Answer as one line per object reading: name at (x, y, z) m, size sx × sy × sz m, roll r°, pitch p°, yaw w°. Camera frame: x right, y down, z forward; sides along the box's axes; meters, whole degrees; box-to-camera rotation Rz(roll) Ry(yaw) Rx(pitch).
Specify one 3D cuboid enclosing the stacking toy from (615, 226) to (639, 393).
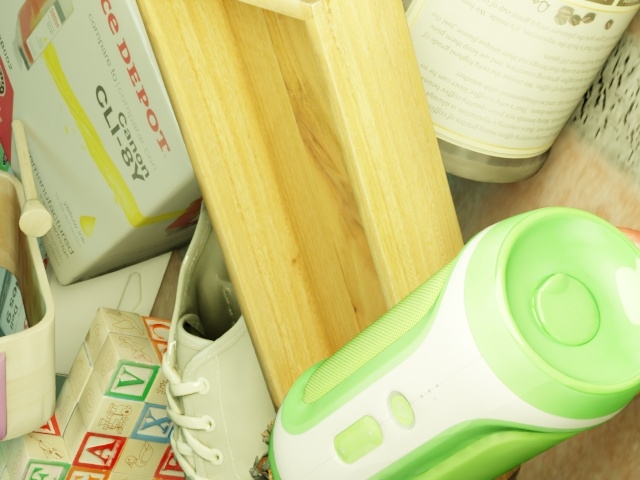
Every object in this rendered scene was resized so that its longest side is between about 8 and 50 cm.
stacking toy at (0.251, 0.068, 0.998) m, size 0.309 × 0.130 × 0.279 m, roll -41°, pitch 45°, yaw 49°

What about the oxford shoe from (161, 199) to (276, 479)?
oxford shoe at (-0.076, 0.144, 1.536) m, size 0.169 × 0.130 × 0.449 m, roll 35°, pitch 119°, yaw 52°

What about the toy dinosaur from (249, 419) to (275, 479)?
toy dinosaur at (0.022, 0.251, 1.336) m, size 0.218 × 0.164 × 0.322 m, roll -57°, pitch 19°, yaw 6°

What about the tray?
tray at (0.007, -0.016, 1.241) m, size 0.203 × 0.076 × 0.410 m, roll 24°, pitch 139°, yaw 46°

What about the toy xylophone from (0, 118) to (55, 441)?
toy xylophone at (-0.303, 0.026, 1.690) m, size 0.322 × 0.081 × 0.236 m, roll -123°, pitch 32°, yaw -58°

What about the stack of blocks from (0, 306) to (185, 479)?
stack of blocks at (-0.218, 0.212, 1.745) m, size 0.297 × 0.171 × 0.087 m, roll -63°, pitch 32°, yaw 25°

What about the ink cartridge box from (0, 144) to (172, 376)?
ink cartridge box at (-0.279, -0.002, 1.984) m, size 0.289 × 0.122 × 0.211 m, roll 44°, pitch 118°, yaw 57°

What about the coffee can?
coffee can at (0.133, -0.206, 1.240) m, size 0.275 × 0.202 × 0.201 m, roll -60°, pitch 34°, yaw 30°

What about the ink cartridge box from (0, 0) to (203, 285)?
ink cartridge box at (-0.167, -0.151, 1.662) m, size 0.385 × 0.160 × 0.279 m, roll -33°, pitch 78°, yaw 59°

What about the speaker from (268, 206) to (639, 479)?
speaker at (0.077, 0.087, 1.067) m, size 0.296 × 0.131 × 0.131 m, roll 137°, pitch 136°, yaw -55°
